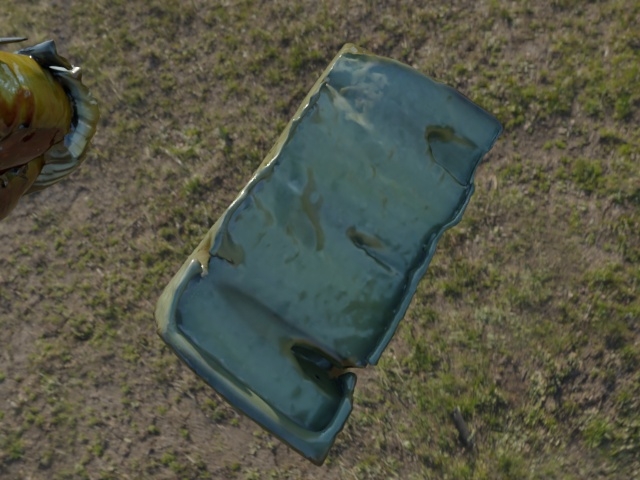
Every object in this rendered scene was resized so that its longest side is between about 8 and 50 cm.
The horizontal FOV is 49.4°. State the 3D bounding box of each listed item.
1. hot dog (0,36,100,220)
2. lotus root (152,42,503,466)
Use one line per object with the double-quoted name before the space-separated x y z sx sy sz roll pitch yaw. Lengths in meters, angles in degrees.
"hot dog" -0.243 -0.040 0.363 0.162 0.270 0.082 -38 80 36
"lotus root" 0.000 0.000 0.415 0.119 0.138 0.235 35 65 -9
